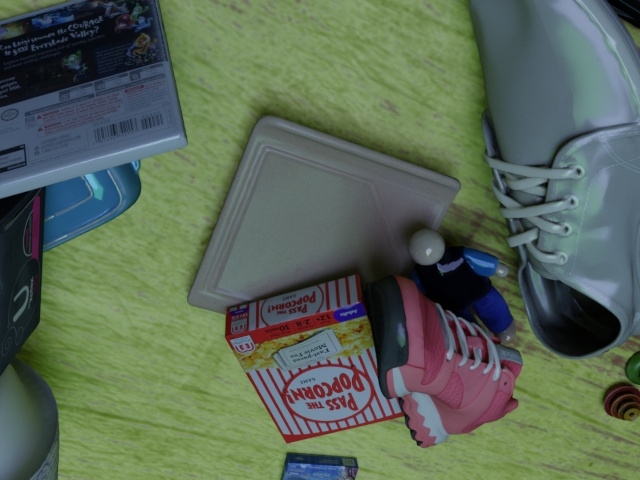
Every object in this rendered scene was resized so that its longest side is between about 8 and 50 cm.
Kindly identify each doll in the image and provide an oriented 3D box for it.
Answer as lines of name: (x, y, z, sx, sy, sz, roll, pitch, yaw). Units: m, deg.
doll: (0.140, 0.054, 0.851, 0.129, 0.046, 0.189, -22, 134, 18)

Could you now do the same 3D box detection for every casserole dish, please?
casserole dish: (-0.264, -0.045, 0.776, 0.188, 0.037, 0.114, -24, 117, 5)

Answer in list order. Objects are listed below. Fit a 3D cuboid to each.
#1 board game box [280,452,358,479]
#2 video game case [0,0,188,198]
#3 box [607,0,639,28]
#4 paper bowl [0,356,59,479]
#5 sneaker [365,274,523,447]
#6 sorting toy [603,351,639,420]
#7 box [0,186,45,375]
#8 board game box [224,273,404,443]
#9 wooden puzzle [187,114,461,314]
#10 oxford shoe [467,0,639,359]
board game box: (-0.006, 0.309, 1.005, 0.090, 0.020, 0.090, 7, 117, -12)
video game case: (-0.218, -0.127, 0.676, 0.190, 0.173, 0.022, -16, 154, 0)
box: (0.359, -0.232, 0.698, 0.247, 0.163, 0.142, 23, 108, -19)
paper bowl: (-0.385, 0.181, 0.734, 0.284, 0.284, 0.148, 6, 116, -11)
sneaker: (0.134, 0.114, 0.825, 0.136, 0.116, 0.314, -14, 147, 11)
sorting toy: (0.396, 0.186, 0.988, 0.061, 0.042, 0.102, 23, 111, -19)
box: (-0.397, 0.016, 0.701, 0.270, 0.143, 0.165, 12, 117, -1)
board game box: (0.000, 0.134, 0.873, 0.146, 0.045, 0.193, -16, 129, 9)
wooden puzzle: (0.000, 0.000, 0.838, 0.221, 0.044, 0.239, 17, 118, -17)
oxford shoe: (0.228, -0.053, 0.763, 0.130, 0.169, 0.449, -38, 124, -21)
